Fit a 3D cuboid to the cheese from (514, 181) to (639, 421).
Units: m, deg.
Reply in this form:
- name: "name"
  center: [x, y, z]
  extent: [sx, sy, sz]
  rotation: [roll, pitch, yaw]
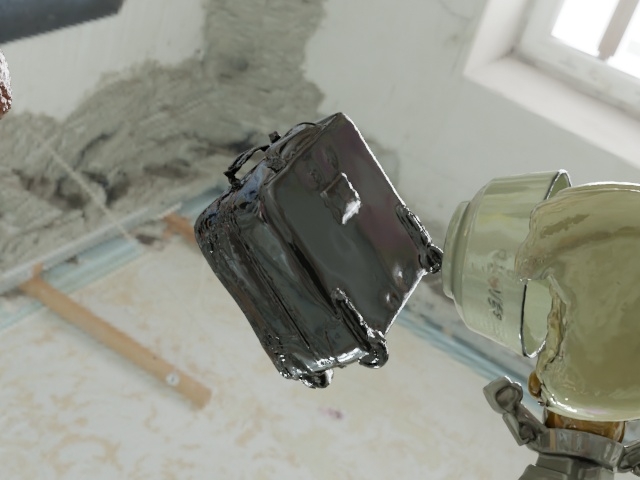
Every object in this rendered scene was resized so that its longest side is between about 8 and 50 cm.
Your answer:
- name: "cheese"
  center: [0.321, 0.068, 1.164]
  extent: [0.233, 0.266, 0.127]
  rotation: [-5, -170, -1]

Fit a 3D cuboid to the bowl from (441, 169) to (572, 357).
- name: "bowl"
  center: [0.229, 0.020, 1.331]
  extent: [0.126, 0.237, 0.238]
  rotation: [11, -153, 22]

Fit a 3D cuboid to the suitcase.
- name: "suitcase"
  center: [0.000, 0.000, 1.558]
  extent: [0.339, 0.188, 0.345]
  rotation: [59, -145, -12]

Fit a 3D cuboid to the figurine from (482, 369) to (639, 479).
- name: "figurine"
  center: [0.392, 0.277, 1.579]
  extent: [0.308, 0.308, 0.143]
  rotation: [5, 171, -22]

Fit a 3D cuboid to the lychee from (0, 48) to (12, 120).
- name: "lychee"
  center: [-0.363, -0.173, 1.046]
  extent: [0.101, 0.140, 0.114]
  rotation: [-30, -159, -22]
